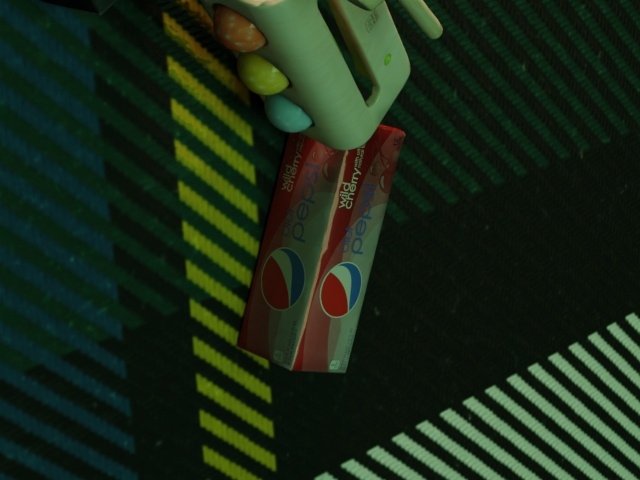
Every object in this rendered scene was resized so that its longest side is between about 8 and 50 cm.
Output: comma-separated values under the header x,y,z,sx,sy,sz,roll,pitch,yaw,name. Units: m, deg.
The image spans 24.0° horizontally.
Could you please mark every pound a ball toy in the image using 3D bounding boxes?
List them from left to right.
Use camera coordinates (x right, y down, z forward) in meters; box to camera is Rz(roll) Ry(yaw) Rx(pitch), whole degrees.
x,y,z,sx,sy,sz,roll,pitch,yaw,name
-0.001,-0.183,1.339,0.136,0.208,0.319,-56,155,-10,pound a ball toy

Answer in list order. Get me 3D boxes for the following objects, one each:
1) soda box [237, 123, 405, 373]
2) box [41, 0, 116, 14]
x,y,z,sx,sy,sz,roll,pitch,yaw,name
0.000,0.000,1.553,0.083,0.092,0.263,7,98,-45,soda box
-0.192,-0.302,1.265,0.156,0.093,0.158,-47,132,-24,box
